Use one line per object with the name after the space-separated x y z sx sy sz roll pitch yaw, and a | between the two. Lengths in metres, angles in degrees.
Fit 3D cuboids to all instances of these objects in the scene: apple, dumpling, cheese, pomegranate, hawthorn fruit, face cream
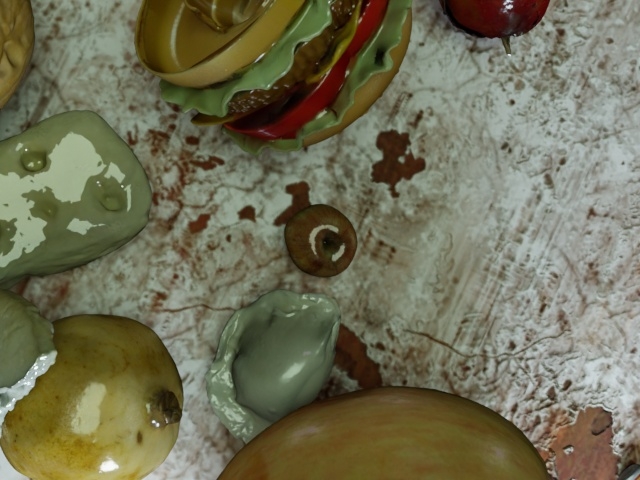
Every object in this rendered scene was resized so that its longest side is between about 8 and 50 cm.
0.000 0.000 0.977 0.084 0.071 0.084 -1 95 -12 | apple
-0.052 0.132 0.947 0.127 0.108 0.188 30 96 17 | dumpling
0.068 0.331 0.822 0.347 0.391 0.391 -12 89 8 | apple
-0.312 -0.035 0.907 0.263 0.093 0.159 -22 93 -11 | cheese
-0.221 0.163 0.869 0.196 0.196 0.196 1 87 -11 | pomegranate
0.201 -0.299 1.001 0.148 0.148 0.172 -15 109 -11 | hawthorn fruit
0.400 0.316 1.060 0.040 0.021 0.083 -39 95 -10 | face cream

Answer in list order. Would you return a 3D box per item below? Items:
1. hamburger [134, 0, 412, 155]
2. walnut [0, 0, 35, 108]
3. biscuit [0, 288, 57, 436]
-0.032 -0.219 0.892 0.212 0.274 0.274 32 80 -43 | hamburger
-0.383 -0.193 0.848 0.193 0.193 0.225 17 68 -10 | walnut
-0.343 0.142 0.834 0.040 0.265 0.188 22 50 -48 | biscuit
